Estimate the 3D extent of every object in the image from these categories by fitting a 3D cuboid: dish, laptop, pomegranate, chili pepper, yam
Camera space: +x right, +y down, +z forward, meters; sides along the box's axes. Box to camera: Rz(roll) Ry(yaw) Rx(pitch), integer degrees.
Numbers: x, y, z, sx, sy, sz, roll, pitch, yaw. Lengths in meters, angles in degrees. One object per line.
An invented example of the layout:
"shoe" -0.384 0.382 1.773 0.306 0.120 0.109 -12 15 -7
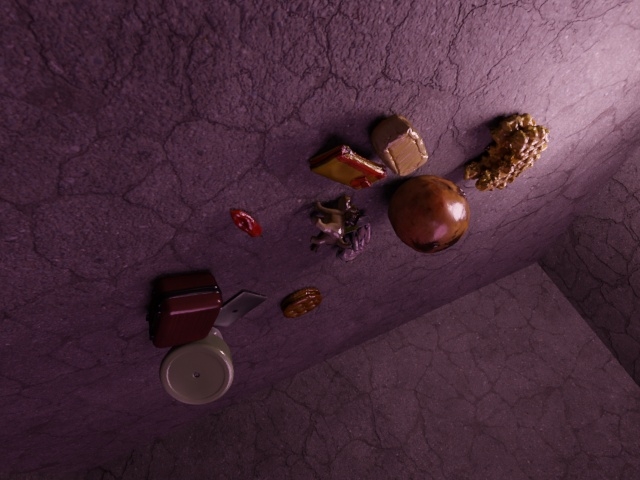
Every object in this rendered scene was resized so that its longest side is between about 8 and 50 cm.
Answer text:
"dish" 0.129 -0.078 1.605 0.137 0.039 0.091 -18 146 -11
"laptop" -0.387 0.313 1.826 0.269 0.015 0.187 -36 150 15
"pomegranate" 0.409 -0.102 1.537 0.321 0.322 0.322 -21 150 -12
"chili pepper" -0.236 -0.050 1.332 0.059 0.050 0.191 -19 147 19
"yam" 0.000 0.000 1.635 0.033 0.027 0.129 16 133 -23

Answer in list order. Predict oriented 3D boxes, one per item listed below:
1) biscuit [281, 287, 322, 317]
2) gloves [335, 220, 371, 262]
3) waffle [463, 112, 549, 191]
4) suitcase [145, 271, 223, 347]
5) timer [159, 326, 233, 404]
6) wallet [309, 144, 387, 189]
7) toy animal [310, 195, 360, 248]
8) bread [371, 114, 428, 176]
"biscuit" -0.093 0.316 2.025 0.220 0.066 0.221 -20 151 -12
"gloves" 0.151 0.004 1.694 0.127 0.111 0.212 1 146 -38
"waffle" 0.727 -0.340 1.578 0.260 0.151 0.324 -19 154 -25
"suitcase" -0.501 0.257 1.488 0.236 0.161 0.297 -5 143 -35
"timer" -0.510 0.488 1.751 0.290 0.315 0.291 -2 109 -6
"wallet" 0.094 -0.222 1.272 0.141 0.068 0.241 -16 162 41
"toy animal" 0.049 -0.070 1.430 0.168 0.233 0.121 18 130 2
"bread" 0.248 -0.299 1.280 0.140 0.106 0.236 -38 150 14
